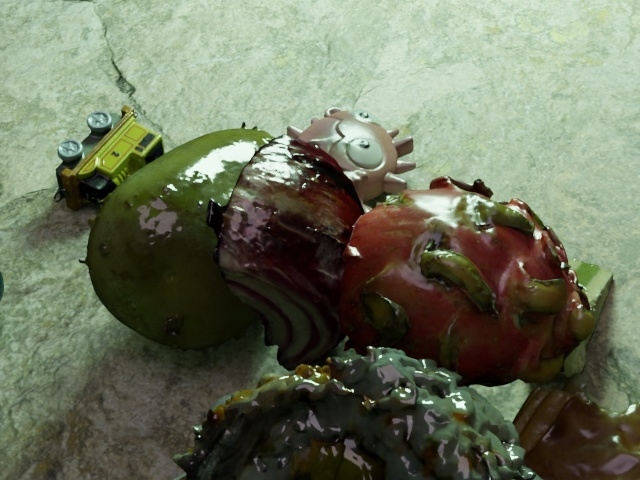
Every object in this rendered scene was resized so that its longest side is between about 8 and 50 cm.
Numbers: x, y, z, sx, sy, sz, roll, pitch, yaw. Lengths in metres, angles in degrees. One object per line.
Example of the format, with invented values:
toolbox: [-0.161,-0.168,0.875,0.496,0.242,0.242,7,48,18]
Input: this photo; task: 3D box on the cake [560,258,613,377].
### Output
cake: [0.329,0.109,1.513,0.086,0.116,0.220,16,19,18]

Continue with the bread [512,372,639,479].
bread: [0.374,0.277,1.252,0.314,0.191,0.370,27,52,29]

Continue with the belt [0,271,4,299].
belt: [-0.579,0.058,1.588,0.268,0.206,0.116,10,48,2]

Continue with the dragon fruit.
dragon fruit: [0.173,0.066,1.311,0.291,0.250,0.269,15,26,15]

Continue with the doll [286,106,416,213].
doll: [0.041,-0.120,1.731,0.211,0.093,0.262,-1,44,-1]

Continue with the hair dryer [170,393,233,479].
hair dryer: [-0.165,0.300,1.409,0.236,0.073,0.131,-30,48,-6]

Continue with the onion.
onion: [0.000,0.000,1.453,0.146,0.314,0.280,4,59,33]

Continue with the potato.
potato: [-0.148,-0.009,1.569,0.269,0.219,0.359,50,52,-4]

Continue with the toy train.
toy train: [-0.339,-0.128,1.805,0.127,0.089,0.219,25,54,16]

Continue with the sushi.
sushi: [0.041,0.309,1.144,0.418,0.176,0.417,-4,83,31]
